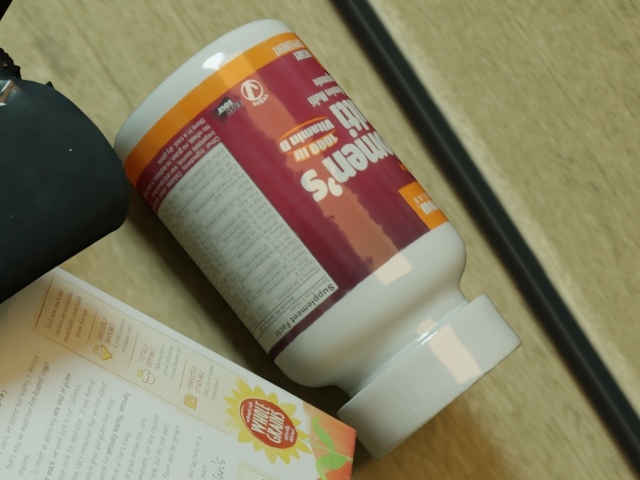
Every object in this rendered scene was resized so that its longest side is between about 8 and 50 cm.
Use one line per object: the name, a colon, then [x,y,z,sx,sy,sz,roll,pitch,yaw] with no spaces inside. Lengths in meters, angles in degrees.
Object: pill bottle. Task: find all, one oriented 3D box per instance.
pill bottle: [0.000,0.000,0.964,0.221,0.121,0.121,51,47,6]

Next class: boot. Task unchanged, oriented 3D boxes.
boot: [-0.230,-0.023,0.778,0.246,0.094,0.207,26,42,15]

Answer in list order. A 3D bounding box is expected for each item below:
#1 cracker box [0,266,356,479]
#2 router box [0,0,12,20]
cracker box: [-0.101,0.104,0.843,0.232,0.067,0.155,31,32,-13]
router box: [-0.286,-0.118,0.774,0.309,0.243,0.081,-6,64,-36]
